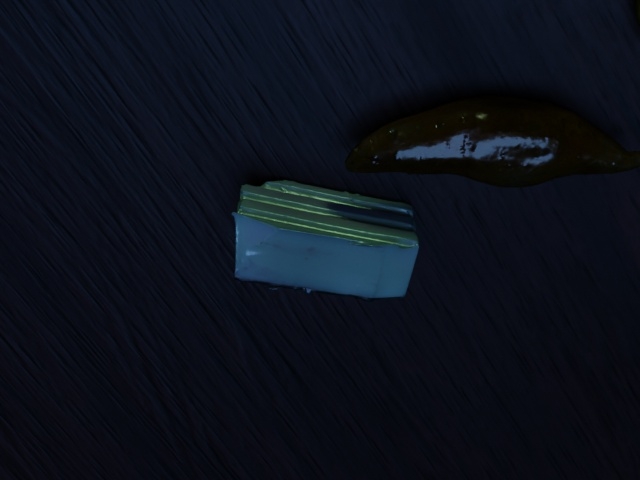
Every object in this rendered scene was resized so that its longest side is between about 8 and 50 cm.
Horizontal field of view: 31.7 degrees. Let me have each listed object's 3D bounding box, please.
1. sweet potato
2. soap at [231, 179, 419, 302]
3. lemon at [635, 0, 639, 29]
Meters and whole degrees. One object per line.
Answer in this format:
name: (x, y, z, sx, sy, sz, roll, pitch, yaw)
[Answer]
sweet potato: (0.212, -0.120, 1.364, 0.359, 0.112, 0.112, 6, 118, -1)
soap: (0.000, 0.000, 1.400, 0.231, 0.145, 0.091, 10, 118, -6)
lemon: (0.409, -0.257, 1.309, 0.082, 0.082, 0.110, -17, 118, 8)
